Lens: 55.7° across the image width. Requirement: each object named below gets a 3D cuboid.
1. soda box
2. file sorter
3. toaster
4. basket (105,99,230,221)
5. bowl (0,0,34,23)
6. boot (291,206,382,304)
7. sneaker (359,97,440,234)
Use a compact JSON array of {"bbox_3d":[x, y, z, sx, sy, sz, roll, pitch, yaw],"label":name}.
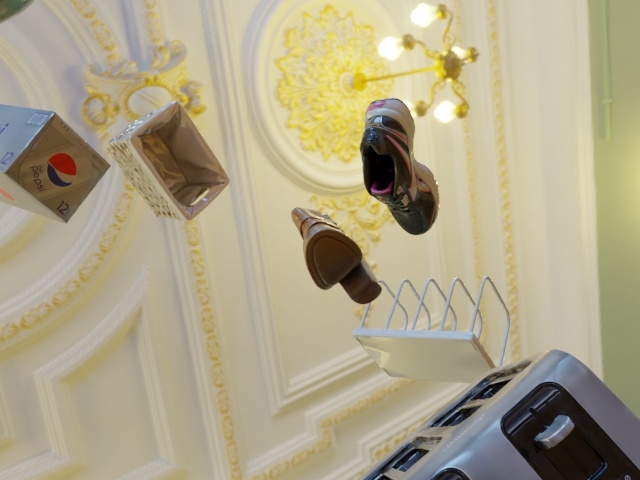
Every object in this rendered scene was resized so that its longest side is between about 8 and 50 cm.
[{"bbox_3d":[-0.397,-0.107,0.751,0.091,0.286,0.098,-61,-38,-20],"label":"soda box"},{"bbox_3d":[0.252,0.192,1.341,0.193,0.278,0.173,52,-132,-38],"label":"file sorter"},{"bbox_3d":[0.110,0.167,0.392,0.168,0.185,0.110,-35,-103,-12],"label":"toaster"},{"bbox_3d":[-0.250,-0.126,0.988,0.113,0.103,0.167,-50,-55,-31],"label":"basket"},{"bbox_3d":[-0.563,-0.447,0.844,0.312,0.311,0.163,-11,-105,-37],"label":"bowl"},{"bbox_3d":[0.000,0.000,0.829,0.073,0.152,0.197,-37,-36,2],"label":"boot"},{"bbox_3d":[0.079,-0.065,0.680,0.178,0.072,0.077,59,-136,-37],"label":"sneaker"}]
